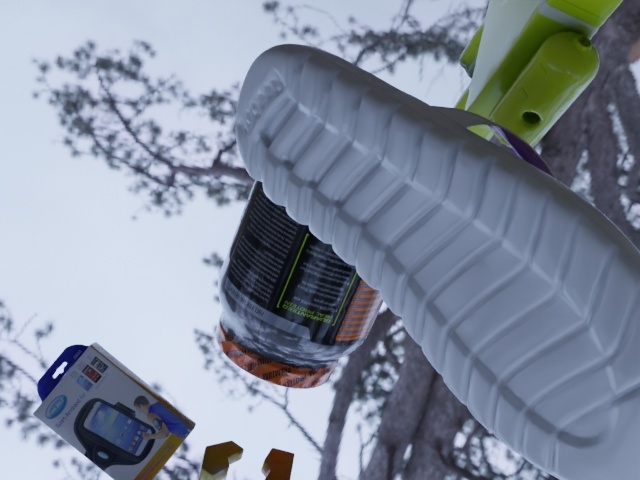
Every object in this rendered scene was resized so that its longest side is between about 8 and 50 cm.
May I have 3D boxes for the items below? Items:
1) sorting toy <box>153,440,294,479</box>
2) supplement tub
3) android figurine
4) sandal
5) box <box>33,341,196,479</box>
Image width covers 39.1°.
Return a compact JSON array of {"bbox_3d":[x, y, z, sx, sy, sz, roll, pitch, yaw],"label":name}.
[{"bbox_3d":[-0.117,0.317,0.956,0.228,0.041,0.307,15,-148,-3],"label":"sorting toy"},{"bbox_3d":[0.000,0.000,1.042,0.193,0.316,0.194,21,-161,-7],"label":"supplement tub"},{"bbox_3d":[0.179,-0.190,0.678,0.056,0.273,0.248,24,-128,-8],"label":"android figurine"},{"bbox_3d":[0.104,-0.011,0.620,0.102,0.169,0.416,-21,-122,-43],"label":"sandal"},{"bbox_3d":[-0.190,0.155,0.809,0.136,0.081,0.028,39,178,-4],"label":"box"}]
